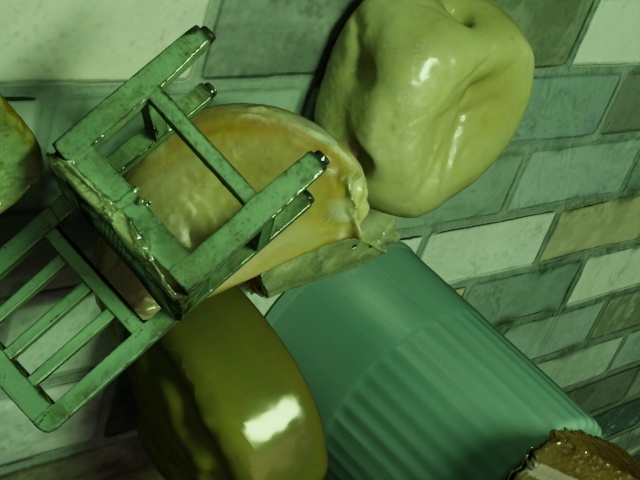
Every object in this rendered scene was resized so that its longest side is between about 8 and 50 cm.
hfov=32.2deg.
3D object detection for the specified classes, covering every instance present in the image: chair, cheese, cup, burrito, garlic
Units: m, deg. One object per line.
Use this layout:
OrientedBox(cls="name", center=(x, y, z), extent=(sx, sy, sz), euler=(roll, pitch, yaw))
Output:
OrientedBox(cls="chair", center=(-0.139, -0.001, 0.773), extent=(0.270, 0.136, 0.147), euler=(-41, 176, -10))
OrientedBox(cls="cheese", center=(0.095, -0.134, 1.029), extent=(0.235, 0.117, 0.218), euler=(-50, 144, -4))
OrientedBox(cls="cup", center=(0.090, 0.217, 1.188), extent=(0.256, 0.311, 0.331), euler=(13, 113, -52))
OrientedBox(cls="burrito", center=(0.000, 0.000, 1.100), extent=(0.226, 0.060, 0.087), euler=(-18, 130, -35))
OrientedBox(cls="garlic", center=(-0.084, -0.018, 0.904), extent=(0.245, 0.164, 0.145), euler=(-30, 144, -10))

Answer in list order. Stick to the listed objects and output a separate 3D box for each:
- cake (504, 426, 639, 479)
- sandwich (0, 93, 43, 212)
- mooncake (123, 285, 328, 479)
OrientedBox(cls="cake", center=(0.254, 0.251, 1.040), extent=(0.295, 0.113, 0.116), euler=(26, 102, -49))
OrientedBox(cls="sandwich", center=(-0.308, -0.029, 0.658), extent=(0.273, 0.095, 0.249), euler=(-41, 168, -12))
OrientedBox(cls="mooncake", center=(-0.100, 0.142, 0.999), extent=(0.117, 0.235, 0.235), euler=(-27, 140, -24))
